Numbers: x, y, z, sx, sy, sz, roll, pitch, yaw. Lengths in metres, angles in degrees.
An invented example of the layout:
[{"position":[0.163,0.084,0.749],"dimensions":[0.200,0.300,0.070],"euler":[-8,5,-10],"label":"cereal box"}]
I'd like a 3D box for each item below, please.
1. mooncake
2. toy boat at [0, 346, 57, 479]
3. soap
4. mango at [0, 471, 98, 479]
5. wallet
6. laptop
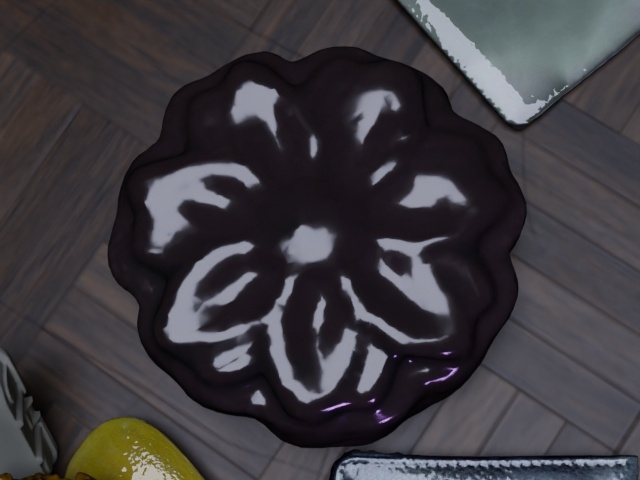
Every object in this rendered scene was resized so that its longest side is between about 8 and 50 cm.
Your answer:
[{"position":[0.000,0.000,0.789],"dimensions":[0.283,0.141,0.283],"euler":[-1,80,3],"label":"mooncake"},{"position":[-0.329,0.145,0.802],"dimensions":[0.269,0.141,0.141],"euler":[-10,79,4],"label":"toy boat"},{"position":[-0.108,0.199,0.816],"dimensions":[0.168,0.033,0.089],"euler":[37,92,10],"label":"soap"},{"position":[-0.193,0.296,0.744],"dimensions":[0.201,0.152,0.287],"euler":[2,88,-4],"label":"mango"},{"position":[0.110,0.227,0.790],"dimensions":[0.222,0.036,0.167],"euler":[-2,79,4],"label":"wallet"},{"position":[0.133,-0.238,0.878],"dimensions":[0.187,0.015,0.269],"euler":[-39,79,-2],"label":"laptop"}]
